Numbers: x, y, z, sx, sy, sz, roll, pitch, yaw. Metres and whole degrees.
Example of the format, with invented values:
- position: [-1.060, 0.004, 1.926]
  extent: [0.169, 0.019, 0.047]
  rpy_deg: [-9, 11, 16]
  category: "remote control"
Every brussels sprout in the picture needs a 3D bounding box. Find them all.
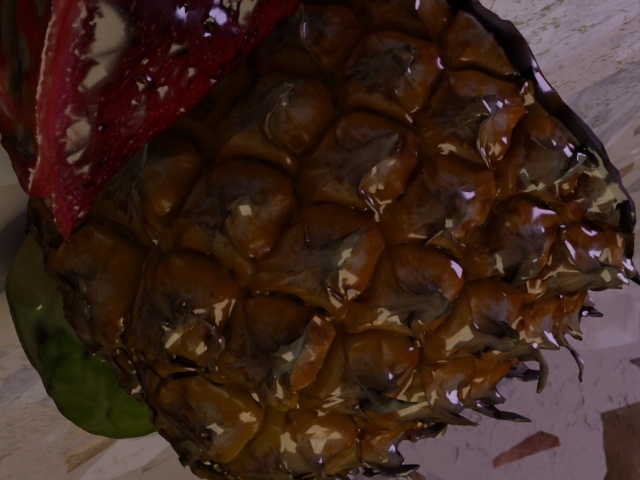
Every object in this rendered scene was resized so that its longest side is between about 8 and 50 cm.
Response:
- position: [-0.130, 0.046, 1.251]
  extent: [0.223, 0.161, 0.223]
  rpy_deg: [-34, 159, -15]
  category: "brussels sprout"

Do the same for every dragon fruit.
- position: [-0.102, -0.166, 0.826]
  extent: [0.262, 0.134, 0.211]
  rpy_deg: [-45, 154, -15]
  category: "dragon fruit"

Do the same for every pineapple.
- position: [-0.002, -0.001, 1.024]
  extent: [0.300, 0.352, 0.352]
  rpy_deg: [-40, 163, -4]
  category: "pineapple"
